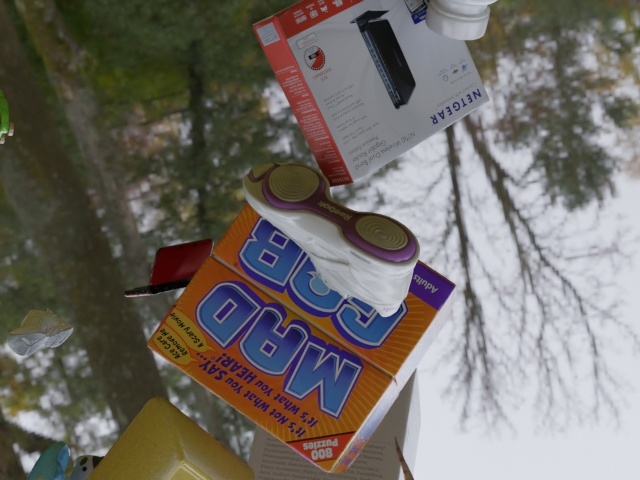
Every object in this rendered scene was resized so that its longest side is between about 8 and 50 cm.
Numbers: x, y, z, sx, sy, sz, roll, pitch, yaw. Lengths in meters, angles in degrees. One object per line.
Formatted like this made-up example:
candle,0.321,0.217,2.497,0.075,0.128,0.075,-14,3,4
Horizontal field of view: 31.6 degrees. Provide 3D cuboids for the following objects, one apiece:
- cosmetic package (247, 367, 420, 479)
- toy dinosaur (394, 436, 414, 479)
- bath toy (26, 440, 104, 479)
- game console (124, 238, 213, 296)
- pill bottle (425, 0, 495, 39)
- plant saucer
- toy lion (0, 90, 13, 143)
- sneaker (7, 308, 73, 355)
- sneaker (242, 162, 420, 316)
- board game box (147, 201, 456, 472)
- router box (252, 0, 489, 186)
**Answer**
cosmetic package,0.033,0.498,2.487,0.328,0.329,0.393,5,-123,11
toy dinosaur,0.159,0.455,1.939,0.112,0.211,0.064,14,-153,33
bath toy,-0.349,0.484,2.021,0.129,0.348,0.151,-10,-126,55
game console,-0.284,0.051,2.115,0.124,0.085,0.144,-7,-177,41
pill bottle,0.241,-0.449,1.827,0.131,0.229,0.131,7,-146,-5
plant saucer,-0.250,0.445,1.719,0.081,0.333,0.332,30,-104,38
toy lion,-0.575,-0.226,2.016,0.034,0.096,0.100,1,171,-30
sneaker,-0.461,0.144,1.814,0.053,0.061,0.152,-48,168,13
sneaker,0.000,0.000,1.575,0.114,0.152,0.305,-32,-128,-33
board game box,-0.016,0.150,1.938,0.356,0.356,0.356,-55,169,-7
router box,0.094,-0.298,1.909,0.335,0.301,0.082,-33,-166,-29
